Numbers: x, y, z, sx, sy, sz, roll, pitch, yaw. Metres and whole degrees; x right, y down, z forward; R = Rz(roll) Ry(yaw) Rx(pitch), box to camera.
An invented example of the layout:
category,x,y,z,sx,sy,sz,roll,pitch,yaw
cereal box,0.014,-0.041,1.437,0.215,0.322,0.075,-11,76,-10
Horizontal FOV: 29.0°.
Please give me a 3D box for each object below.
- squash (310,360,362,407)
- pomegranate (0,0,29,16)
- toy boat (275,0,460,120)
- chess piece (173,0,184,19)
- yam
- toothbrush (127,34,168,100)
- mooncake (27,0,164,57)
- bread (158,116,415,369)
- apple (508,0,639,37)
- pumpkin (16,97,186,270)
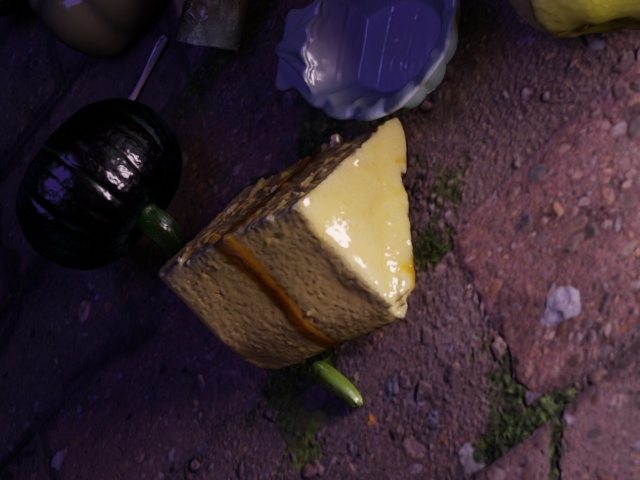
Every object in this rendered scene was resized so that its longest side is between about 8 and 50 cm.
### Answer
category,x,y,z,sx,sy,sz,roll,pitch,yaw
squash,0.018,0.161,1.399,0.089,0.027,0.027,31,99,46
pomegranate,-0.534,-0.500,2.125,0.204,0.276,0.222,95,154,-53
toy boat,0.067,-0.223,1.423,0.290,0.100,0.199,6,80,47
chess piece,-0.191,-0.465,1.785,0.137,0.137,0.301,-26,72,39
yam,-0.125,-0.379,1.649,0.093,0.093,0.259,35,117,47
toothbrush,-0.283,-0.221,1.856,0.204,0.022,0.017,-58,28,15
mooncake,-0.339,-0.423,1.905,0.275,0.135,0.275,-19,61,38
bread,0.000,0.000,1.430,0.263,0.198,0.236,-25,22,39
apple,0.276,-0.319,1.121,0.295,0.233,0.258,-116,21,-83
pumpkin,-0.271,-0.057,1.664,0.248,0.248,0.248,-18,64,42
